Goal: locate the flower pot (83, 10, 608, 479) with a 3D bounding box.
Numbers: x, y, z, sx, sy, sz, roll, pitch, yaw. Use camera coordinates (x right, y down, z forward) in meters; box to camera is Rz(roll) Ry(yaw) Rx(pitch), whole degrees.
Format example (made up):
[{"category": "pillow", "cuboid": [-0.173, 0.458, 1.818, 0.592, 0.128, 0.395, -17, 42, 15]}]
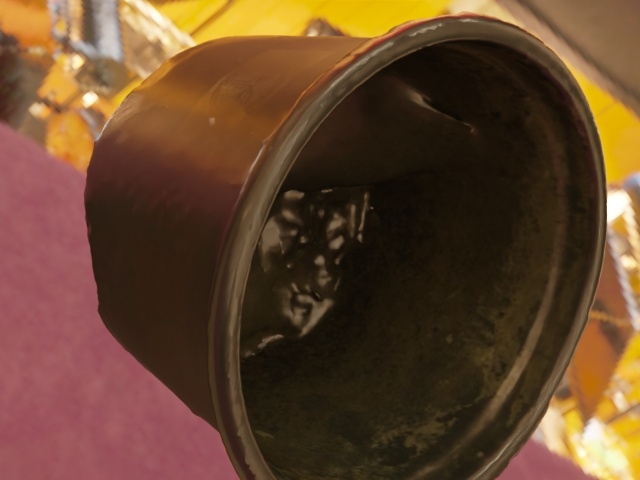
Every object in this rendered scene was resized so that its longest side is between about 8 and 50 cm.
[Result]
[{"category": "flower pot", "cuboid": [0.000, 0.000, 0.436, 0.107, 0.157, 0.157, 23, -3, 44]}]
